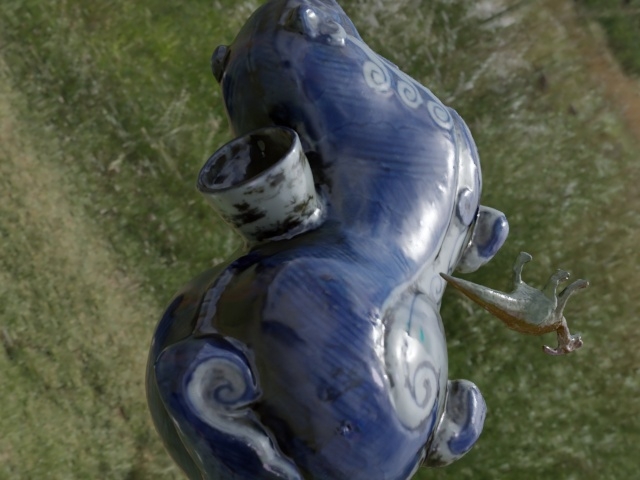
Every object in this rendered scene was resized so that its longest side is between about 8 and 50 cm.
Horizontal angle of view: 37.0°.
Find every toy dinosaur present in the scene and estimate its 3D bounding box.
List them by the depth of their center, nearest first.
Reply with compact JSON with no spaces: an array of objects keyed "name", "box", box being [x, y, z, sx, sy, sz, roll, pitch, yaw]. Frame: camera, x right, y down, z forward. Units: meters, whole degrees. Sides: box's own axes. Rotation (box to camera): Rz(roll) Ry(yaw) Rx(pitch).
[{"name":"toy dinosaur","box":[0.102,0.026,0.470,0.113,0.041,0.026,31,-2,-40]}]

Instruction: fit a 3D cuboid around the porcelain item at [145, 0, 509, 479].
[{"name":"porcelain item","box":[0.000,0.000,0.495,0.186,0.138,0.288,54,41,-31]}]
